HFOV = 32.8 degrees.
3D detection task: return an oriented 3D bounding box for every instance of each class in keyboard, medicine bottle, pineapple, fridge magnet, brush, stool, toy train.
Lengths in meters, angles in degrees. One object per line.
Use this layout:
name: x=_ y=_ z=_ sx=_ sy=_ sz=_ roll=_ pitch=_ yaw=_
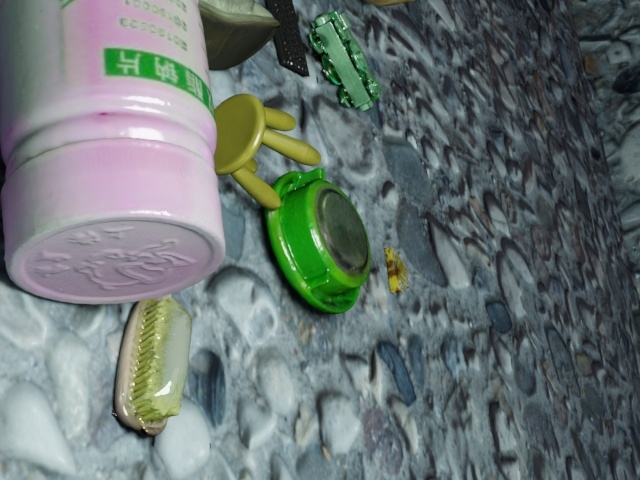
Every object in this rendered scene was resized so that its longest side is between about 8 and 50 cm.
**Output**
keyboard: x=-0.065 y=-0.381 z=1.733 sx=0.087 sy=0.017 sz=0.251 roll=18 pitch=56 yaw=-58
medicine bottle: x=-0.209 y=-0.123 z=1.071 sx=0.212 sy=0.212 sz=0.326 roll=28 pitch=47 yaw=-52
pineapple: x=0.125 y=0.053 z=1.762 sx=0.045 sy=0.019 sz=0.083 roll=33 pitch=40 yaw=-44
fridge magnet: x=0.000 y=0.000 z=1.494 sx=0.208 sy=0.088 sz=0.208 roll=42 pitch=37 yaw=-41
brush: x=-0.164 y=0.065 z=1.181 sx=0.072 sy=0.067 sz=0.313 roll=43 pitch=34 yaw=-39
stool: x=-0.082 y=-0.117 z=1.396 sx=0.110 sy=0.134 sz=0.135 roll=26 pitch=67 yaw=-44
toy train: x=0.043 y=-0.302 z=1.819 sx=0.178 sy=0.071 sz=0.105 roll=61 pitch=20 yaw=-16

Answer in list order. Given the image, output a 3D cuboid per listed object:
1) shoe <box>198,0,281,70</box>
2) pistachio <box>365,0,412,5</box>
shoe: x=-0.152 y=-0.298 z=1.428 sx=0.275 sy=0.103 sz=0.098 roll=3 pitch=57 yaw=-62
pistachio: x=0.111 y=-0.574 z=1.966 sx=0.321 sy=0.229 sz=0.238 roll=58 pitch=-7 yaw=-35
